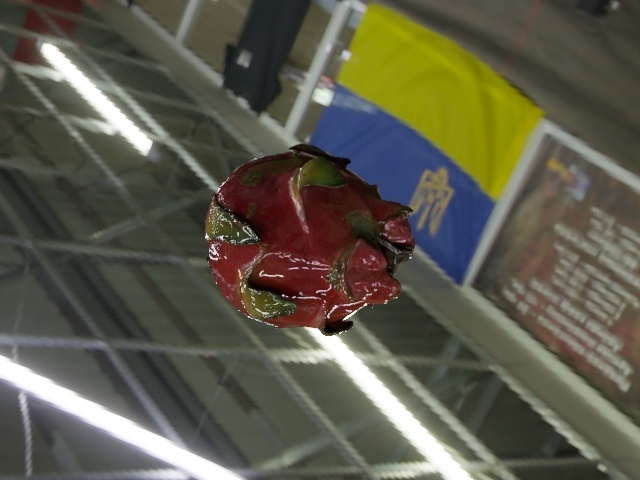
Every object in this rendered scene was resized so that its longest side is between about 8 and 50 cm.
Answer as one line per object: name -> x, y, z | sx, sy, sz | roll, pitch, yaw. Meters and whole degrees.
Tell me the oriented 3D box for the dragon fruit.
dragon fruit -> 0.000, 0.000, 1.713 | 0.305, 0.305, 0.226 | 9, 178, -37
